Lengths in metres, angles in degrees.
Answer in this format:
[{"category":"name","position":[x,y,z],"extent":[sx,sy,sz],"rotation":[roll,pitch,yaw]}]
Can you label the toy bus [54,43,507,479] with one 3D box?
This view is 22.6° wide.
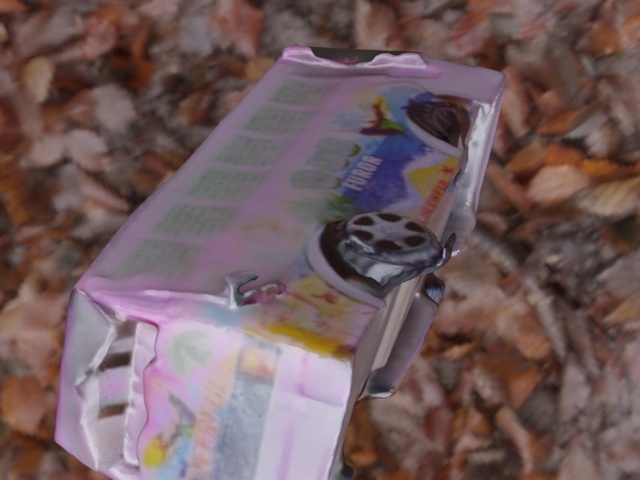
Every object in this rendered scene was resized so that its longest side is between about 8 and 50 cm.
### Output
[{"category":"toy bus","position":[0.000,0.001,0.613],"extent":[0.112,0.274,0.090],"rotation":[15,117,10]}]
